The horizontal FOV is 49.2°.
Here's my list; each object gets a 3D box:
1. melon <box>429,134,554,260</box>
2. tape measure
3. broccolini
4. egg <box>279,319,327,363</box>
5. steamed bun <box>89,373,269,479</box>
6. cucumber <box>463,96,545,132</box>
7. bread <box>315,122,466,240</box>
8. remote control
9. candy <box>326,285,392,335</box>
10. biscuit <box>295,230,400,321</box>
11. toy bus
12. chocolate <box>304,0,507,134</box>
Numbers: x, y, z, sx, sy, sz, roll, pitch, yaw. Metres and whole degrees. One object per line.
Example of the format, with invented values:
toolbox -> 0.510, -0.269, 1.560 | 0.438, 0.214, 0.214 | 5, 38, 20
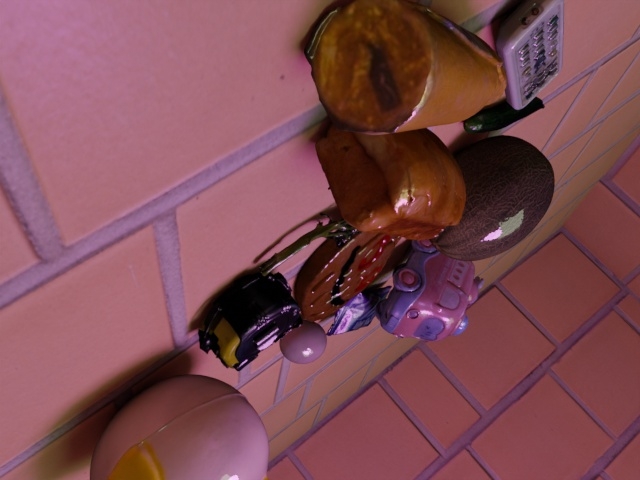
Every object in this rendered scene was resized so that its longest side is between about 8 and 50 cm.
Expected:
melon -> 0.361, -0.088, 1.526 | 0.301, 0.237, 0.237 | -41, 162, 1
tape measure -> -0.128, 0.148, 1.272 | 0.199, 0.112, 0.186 | -39, 160, -11
broccolini -> -0.007, 0.003, 1.289 | 0.271, 0.062, 0.123 | -29, 150, -26
egg -> -0.041, 0.242, 1.663 | 0.103, 0.103, 0.135 | -50, 159, 24
steamed bun -> -0.261, 0.421, 1.304 | 0.333, 0.334, 0.374 | -26, 151, -40
cucumber -> 0.388, -0.267, 1.478 | 0.284, 0.056, 0.056 | -22, 153, -39
bread -> 0.131, -0.106, 1.099 | 0.148, 0.195, 0.344 | -27, 168, 22
remote control -> 0.377, -0.340, 1.263 | 0.128, 0.065, 0.335 | -47, 161, 7
candy -> 0.112, 0.190, 1.927 | 0.145, 0.070, 0.275 | -57, 156, 16
biscuit -> 0.078, 0.054, 1.554 | 0.314, 0.063, 0.367 | -36, 160, -14
toy bus -> 0.296, 0.138, 1.842 | 0.294, 0.231, 0.197 | -59, 175, -38
chocolate -> 0.155, -0.237, 0.959 | 0.162, 0.162, 0.445 | -52, 164, 28
